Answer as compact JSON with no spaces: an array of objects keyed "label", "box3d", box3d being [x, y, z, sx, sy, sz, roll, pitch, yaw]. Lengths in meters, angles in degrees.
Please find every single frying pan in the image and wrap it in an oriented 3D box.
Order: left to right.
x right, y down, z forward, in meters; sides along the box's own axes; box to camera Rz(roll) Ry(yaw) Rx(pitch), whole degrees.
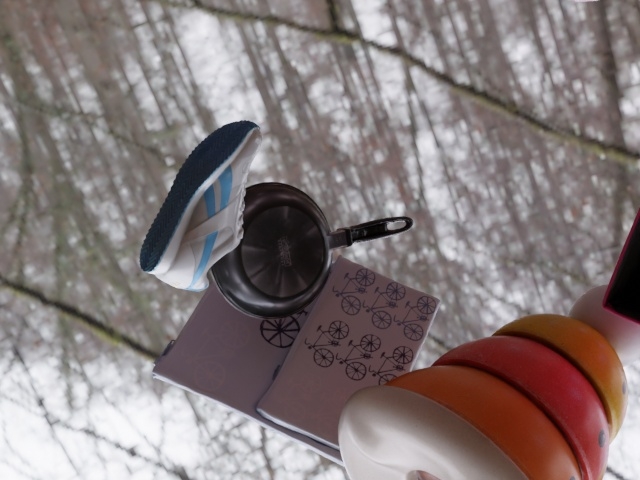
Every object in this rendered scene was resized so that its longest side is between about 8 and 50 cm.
[{"label":"frying pan","box3d":[-0.008,0.029,1.702,0.326,0.197,0.053,14,175,-26]}]

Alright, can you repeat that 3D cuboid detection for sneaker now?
[{"label":"sneaker","box3d":[-0.135,-0.046,1.484,0.229,0.092,0.087,-59,-147,0]}]

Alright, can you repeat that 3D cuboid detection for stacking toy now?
[{"label":"stacking toy","box3d":[0.288,0.208,1.558,0.480,0.350,0.350,-41,-149,-28]}]

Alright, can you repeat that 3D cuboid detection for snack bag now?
[{"label":"snack bag","box3d":[-0.029,0.139,1.733,0.342,0.037,0.323,23,-128,8]}]

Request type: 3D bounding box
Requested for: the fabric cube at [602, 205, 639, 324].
[{"label":"fabric cube","box3d":[0.519,0.010,1.420,0.259,0.254,0.258,23,-174,21]}]
